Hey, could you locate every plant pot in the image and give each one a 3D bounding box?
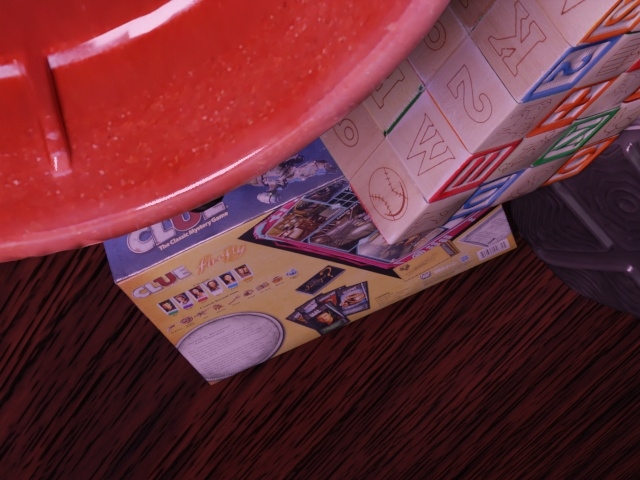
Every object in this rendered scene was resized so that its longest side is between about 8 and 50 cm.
[{"bbox_3d":[-0.115,-0.179,0.377,0.272,0.265,0.272,-14,145,-10],"label":"plant pot"}]

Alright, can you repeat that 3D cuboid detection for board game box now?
[{"bbox_3d":[0.000,0.000,0.873,0.243,0.042,0.165,-24,145,4],"label":"board game box"}]

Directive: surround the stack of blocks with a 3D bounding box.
[{"bbox_3d":[0.141,-0.129,0.651,0.171,0.087,0.297,-20,161,-39],"label":"stack of blocks"}]

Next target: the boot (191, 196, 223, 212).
[{"bbox_3d":[-0.008,-0.134,0.654,0.229,0.091,0.263,-26,150,-3],"label":"boot"}]

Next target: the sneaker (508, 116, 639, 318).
[{"bbox_3d":[0.327,-0.097,0.808,0.169,0.257,0.447,47,148,-16],"label":"sneaker"}]
